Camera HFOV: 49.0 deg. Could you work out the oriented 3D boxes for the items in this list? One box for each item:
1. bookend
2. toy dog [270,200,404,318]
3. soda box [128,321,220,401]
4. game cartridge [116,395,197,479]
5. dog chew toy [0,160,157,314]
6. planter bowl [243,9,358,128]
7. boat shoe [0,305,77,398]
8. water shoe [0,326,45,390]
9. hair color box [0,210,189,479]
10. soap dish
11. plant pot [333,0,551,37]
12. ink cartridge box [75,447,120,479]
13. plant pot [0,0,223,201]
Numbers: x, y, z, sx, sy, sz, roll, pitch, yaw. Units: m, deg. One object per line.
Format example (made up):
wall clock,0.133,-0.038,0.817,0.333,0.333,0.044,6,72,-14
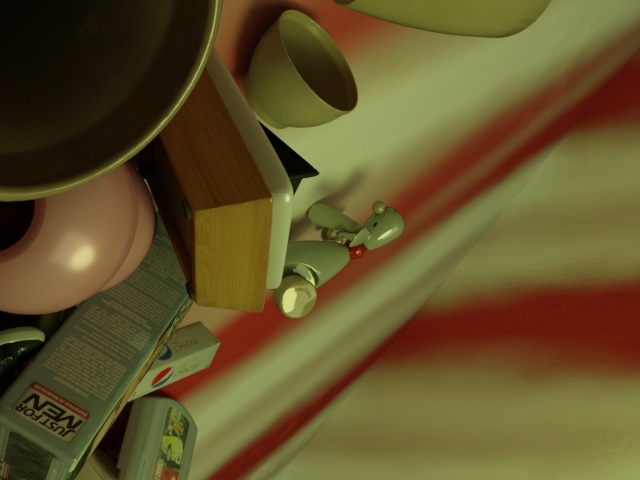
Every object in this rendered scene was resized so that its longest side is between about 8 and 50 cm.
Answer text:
bookend,-0.107,-0.084,1.065,0.072,0.157,0.156,-16,141,-52
toy dog,0.000,0.000,1.413,0.333,0.220,0.161,-44,127,-31
soda box,-0.297,0.228,1.348,0.216,0.069,0.074,-16,141,-55
game cartridge,-0.340,0.444,1.504,0.294,0.060,0.196,71,20,-61
dog chew toy,-0.281,-0.026,0.788,0.207,0.206,0.332,-49,174,2
planter bowl,-0.039,-0.224,0.991,0.109,0.162,0.162,-30,170,32
boat shoe,-0.400,0.139,0.955,0.302,0.109,0.098,-58,163,24
water shoe,-0.391,0.170,0.777,0.203,0.080,0.073,-28,162,-38
hair color box,-0.284,0.147,0.950,0.185,0.113,0.374,-55,-176,46
soap dish,-0.143,-0.078,0.867,0.118,0.291,0.229,-16,148,-20
plant pot,0.142,-0.393,0.952,0.273,0.256,0.257,-16,144,-28
ink cartridge box,-0.482,0.543,1.460,0.197,0.114,0.273,-45,160,-8
plant pot,-0.243,-0.196,0.522,0.263,0.229,0.263,-40,157,-21
